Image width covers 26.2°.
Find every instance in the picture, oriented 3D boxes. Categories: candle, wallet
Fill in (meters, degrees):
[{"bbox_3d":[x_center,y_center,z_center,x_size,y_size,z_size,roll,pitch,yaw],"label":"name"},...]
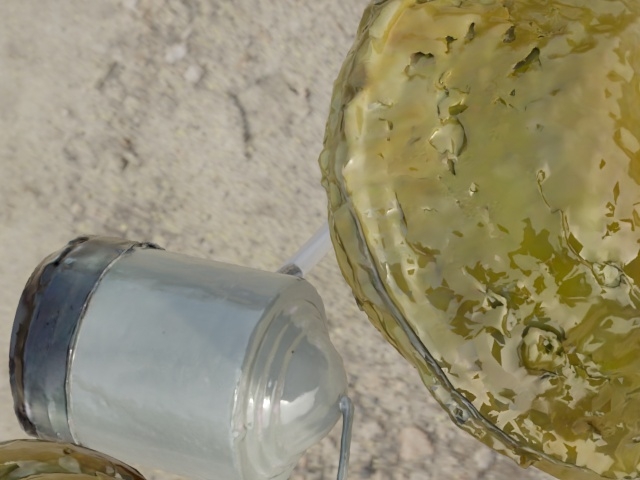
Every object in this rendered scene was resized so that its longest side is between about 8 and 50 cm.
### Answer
[{"bbox_3d":[-0.114,0.121,1.315,0.343,0.221,0.221,9,82,20],"label":"candle"},{"bbox_3d":[0.000,0.000,1.478,0.025,0.061,0.122,50,58,-11],"label":"wallet"}]

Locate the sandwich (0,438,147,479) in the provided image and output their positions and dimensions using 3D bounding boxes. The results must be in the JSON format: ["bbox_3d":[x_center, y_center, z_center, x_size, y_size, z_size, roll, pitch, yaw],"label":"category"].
[{"bbox_3d":[-0.095,0.240,0.641,0.100,0.288,0.254,14,78,59],"label":"sandwich"}]

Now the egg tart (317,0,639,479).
[{"bbox_3d":[0.213,-0.041,0.979,0.178,0.443,0.443,-32,63,56],"label":"egg tart"}]
